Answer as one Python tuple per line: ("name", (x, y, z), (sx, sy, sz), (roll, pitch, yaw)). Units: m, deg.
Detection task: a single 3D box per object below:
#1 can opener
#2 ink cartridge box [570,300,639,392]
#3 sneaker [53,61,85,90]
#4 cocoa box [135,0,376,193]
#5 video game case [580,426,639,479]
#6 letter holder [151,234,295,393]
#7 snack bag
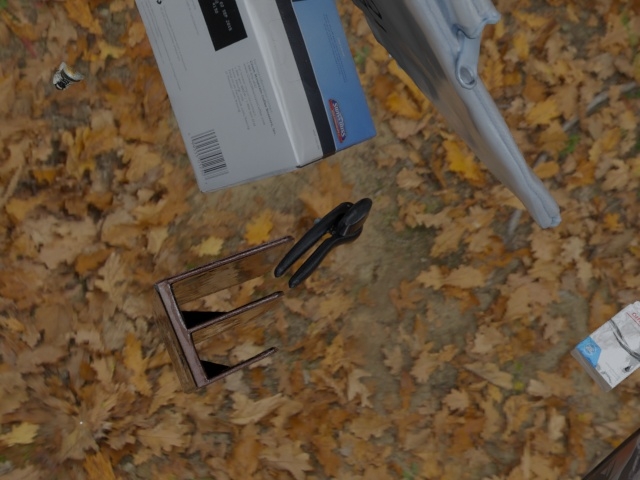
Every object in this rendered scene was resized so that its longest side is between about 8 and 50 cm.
("can opener", (0.000, 0.000, 1.138), (0.059, 0.073, 0.186), (36, 55, 20))
("ink cartridge box", (0.591, 0.197, 1.587), (0.180, 0.060, 0.104), (-36, 70, -8))
("sneaker", (-0.347, -0.220, 1.121), (0.032, 0.083, 0.037), (35, 89, -26))
("cocoa box", (-0.100, -0.284, 1.336), (0.228, 0.231, 0.347), (-28, 103, -49))
("video game case", (0.209, 0.286, 0.655), (0.035, 0.275, 0.248), (36, 26, 1))
("letter holder", (-0.124, 0.116, 1.225), (0.214, 0.302, 0.152), (-22, 84, -16))
("snack bag", (0.024, -0.186, 0.499), (0.037, 0.323, 0.342), (-36, 129, 7))
